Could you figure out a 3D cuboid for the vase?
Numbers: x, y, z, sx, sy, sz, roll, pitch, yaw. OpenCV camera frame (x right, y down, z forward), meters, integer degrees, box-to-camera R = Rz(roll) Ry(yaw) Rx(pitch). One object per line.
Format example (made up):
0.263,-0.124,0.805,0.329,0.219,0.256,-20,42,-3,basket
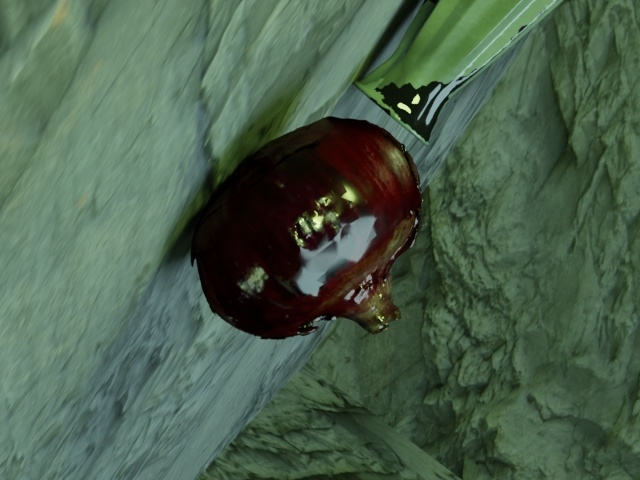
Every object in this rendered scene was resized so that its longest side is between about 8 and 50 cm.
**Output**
0.195,-0.282,1.745,0.360,0.165,0.165,-51,174,6,vase

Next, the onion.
0.000,0.000,1.489,0.252,0.219,0.252,-44,174,-6,onion
